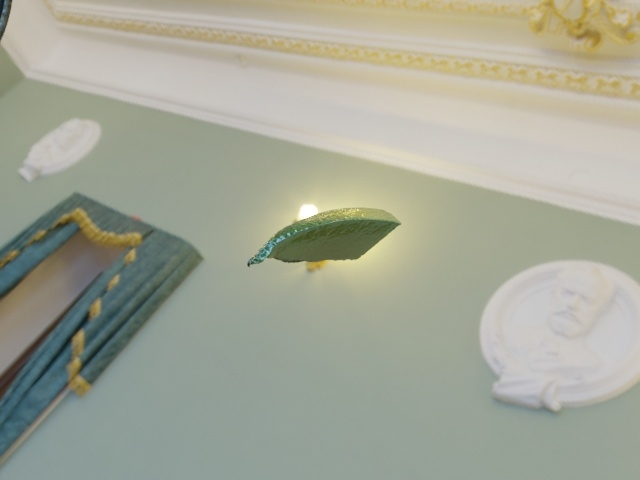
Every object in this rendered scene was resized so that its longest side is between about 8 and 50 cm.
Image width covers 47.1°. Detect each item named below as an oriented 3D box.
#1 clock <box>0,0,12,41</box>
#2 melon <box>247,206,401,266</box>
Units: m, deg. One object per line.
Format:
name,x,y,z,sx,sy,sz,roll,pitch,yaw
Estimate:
clock,-0.475,-0.276,0.728,0.325,0.325,0.067,52,-22,-26
melon,0.000,0.001,1.139,0.053,0.262,0.114,55,-40,32
